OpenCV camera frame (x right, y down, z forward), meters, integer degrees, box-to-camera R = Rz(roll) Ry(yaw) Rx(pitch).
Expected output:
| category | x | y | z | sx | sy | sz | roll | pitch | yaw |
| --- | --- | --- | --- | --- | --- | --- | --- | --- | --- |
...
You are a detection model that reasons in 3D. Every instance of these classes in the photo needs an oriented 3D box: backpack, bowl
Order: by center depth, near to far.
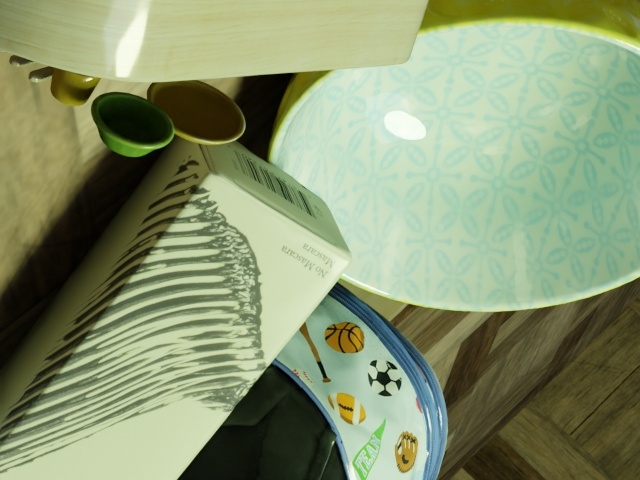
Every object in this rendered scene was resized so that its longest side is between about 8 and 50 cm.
| category | x | y | z | sx | sy | sz | roll | pitch | yaw |
| --- | --- | --- | --- | --- | --- | --- | --- | --- | --- |
| bowl | 0.110 | -0.094 | 0.904 | 0.289 | 0.289 | 0.156 | 109 | -13 | -53 |
| backpack | -0.027 | 0.146 | 1.021 | 0.213 | 0.276 | 0.263 | -40 | 155 | -38 |

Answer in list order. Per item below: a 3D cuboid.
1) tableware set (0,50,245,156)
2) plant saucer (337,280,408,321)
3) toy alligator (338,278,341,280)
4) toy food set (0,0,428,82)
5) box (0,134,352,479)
| category | x | y | z | sx | sy | sz | roll | pitch | yaw |
| --- | --- | --- | --- | --- | --- | --- | --- | --- | --- |
| tableware set | -0.067 | -0.086 | 0.646 | 0.154 | 0.104 | 0.024 | -27 | 152 | -50 |
| plant saucer | 0.065 | 0.005 | 1.263 | 0.278 | 0.041 | 0.278 | -41 | 162 | -17 |
| toy alligator | 0.000 | 0.000 | 1.073 | 0.051 | 0.056 | 0.189 | 3 | 137 | -11 |
| toy food set | -0.016 | -0.188 | 0.577 | 0.306 | 0.092 | 0.219 | -17 | 130 | -60 |
| box | -0.110 | 0.070 | 0.836 | 0.275 | 0.113 | 0.094 | -53 | -154 | 14 |
